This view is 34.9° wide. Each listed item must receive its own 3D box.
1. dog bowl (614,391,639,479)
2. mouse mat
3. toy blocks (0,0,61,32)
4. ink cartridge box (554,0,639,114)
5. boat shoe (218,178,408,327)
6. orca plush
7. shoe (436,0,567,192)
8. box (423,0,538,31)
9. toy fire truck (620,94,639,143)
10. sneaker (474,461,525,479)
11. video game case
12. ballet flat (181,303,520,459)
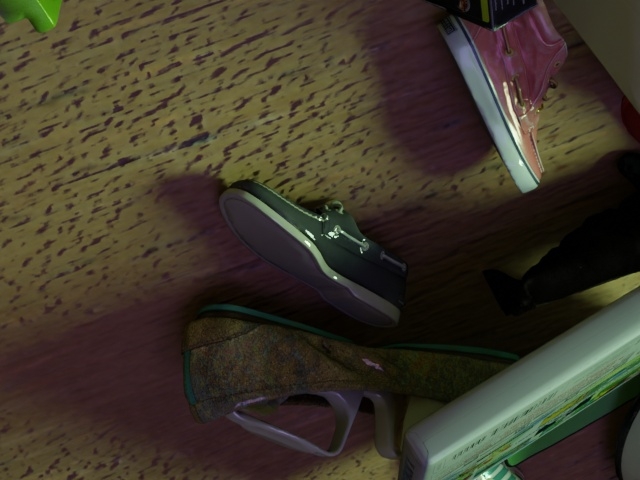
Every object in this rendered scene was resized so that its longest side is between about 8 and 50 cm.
[{"bbox_3d":[0.544,0.216,1.125,0.408,0.150,0.408,-13,134,-14],"label":"dog bowl"},{"bbox_3d":[0.266,0.157,1.082,0.189,0.007,0.153,-28,131,-7],"label":"mouse mat"},{"bbox_3d":[-0.338,-0.229,0.489,0.261,0.191,0.381,-21,131,12],"label":"toy blocks"},{"bbox_3d":[0.294,-0.270,0.583,0.384,0.279,0.160,-21,142,-3],"label":"ink cartridge box"},{"bbox_3d":[0.000,0.000,0.856,0.206,0.075,0.065,38,64,-32],"label":"boat shoe"},{"bbox_3d":[0.282,-0.025,0.929,0.287,0.102,0.151,-21,176,8],"label":"orca plush"},{"bbox_3d":[0.162,-0.118,0.804,0.081,0.063,0.178,-27,126,9],"label":"shoe"},{"bbox_3d":[0.043,-0.237,0.590,0.045,0.184,0.191,-34,133,-22],"label":"box"},{"bbox_3d":[0.383,-0.102,0.765,0.254,0.302,0.169,43,65,-38],"label":"toy fire truck"},{"bbox_3d":[0.185,0.271,1.107,0.057,0.075,0.161,-43,128,15],"label":"sneaker"},{"bbox_3d":[0.214,0.129,0.908,0.329,0.036,0.300,-30,159,-10],"label":"video game case"},{"bbox_3d":[0.037,0.141,0.920,0.348,0.123,0.123,12,121,-26],"label":"ballet flat"}]
